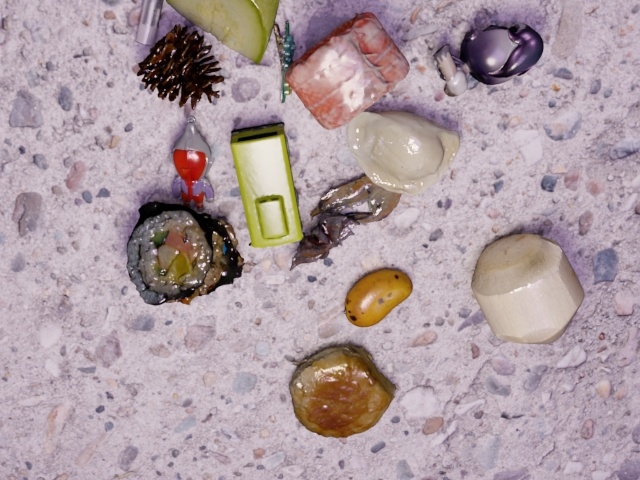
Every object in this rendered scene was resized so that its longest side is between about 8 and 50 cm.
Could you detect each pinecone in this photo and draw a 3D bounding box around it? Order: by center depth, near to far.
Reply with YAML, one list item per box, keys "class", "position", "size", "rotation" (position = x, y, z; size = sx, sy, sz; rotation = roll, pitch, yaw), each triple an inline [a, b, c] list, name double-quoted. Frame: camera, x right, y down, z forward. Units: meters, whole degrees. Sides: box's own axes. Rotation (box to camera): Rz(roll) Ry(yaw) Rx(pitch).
- class: "pinecone"
  position: [-0.276, -0.346, 1.499]
  size: [0.165, 0.163, 0.163]
  rotation: [39, 102, -26]

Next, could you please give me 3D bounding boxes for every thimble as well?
- class: "thimble"
  position: [0.050, -0.346, 1.486]
  size: [0.239, 0.239, 0.162]
  rotation: [-35, 105, 7]

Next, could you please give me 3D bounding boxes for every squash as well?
- class: "squash"
  position: [-0.168, -0.530, 1.511]
  size: [0.237, 0.155, 0.204]
  rotation: [31, 142, -13]

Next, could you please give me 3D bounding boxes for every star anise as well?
- class: "star anise"
  position: [0.000, 0.000, 1.656]
  size: [0.181, 0.204, 0.061]
  rotation: [-34, 77, -13]

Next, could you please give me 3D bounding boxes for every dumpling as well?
- class: "dumpling"
  position: [0.174, -0.195, 1.615]
  size: [0.252, 0.131, 0.179]
  rotation: [15, 114, -6]

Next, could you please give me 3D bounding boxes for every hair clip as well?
- class: "hair clip"
  position: [-0.074, -0.380, 1.565]
  size: [0.049, 0.049, 0.172]
  rotation: [-4, 109, -4]

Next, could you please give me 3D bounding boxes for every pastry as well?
- class: "pastry"
  position: [0.046, 0.376, 1.816]
  size: [0.236, 0.121, 0.257]
  rotation: [-38, 111, 12]

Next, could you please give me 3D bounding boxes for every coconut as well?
- class: "coconut"
  position: [0.489, 0.125, 1.705]
  size: [0.237, 0.237, 0.265]
  rotation: [-25, 111, 4]

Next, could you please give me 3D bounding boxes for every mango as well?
- class: "mango"
  position: [0.134, 0.133, 1.750]
  size: [0.178, 0.090, 0.115]
  rotation: [-39, 119, 5]

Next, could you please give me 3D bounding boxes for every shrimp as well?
- class: "shrimp"
  position: [0.084, -0.082, 1.693]
  size: [0.223, 0.047, 0.126]
  rotation: [-22, 121, 1]

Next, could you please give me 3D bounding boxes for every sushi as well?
- class: "sushi"
  position: [-0.296, 0.033, 1.623]
  size: [0.239, 0.219, 0.225]
  rotation: [1, 88, 29]

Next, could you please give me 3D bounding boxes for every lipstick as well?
- class: "lipstick"
  position: [-0.348, -0.475, 1.506]
  size: [0.040, 0.040, 0.141]
  rotation: [15, 107, -11]

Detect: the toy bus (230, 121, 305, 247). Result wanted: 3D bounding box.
- class: "toy bus"
  position: [-0.115, -0.114, 1.602]
  size: [0.128, 0.150, 0.262]
  rotation: [-10, 111, 0]

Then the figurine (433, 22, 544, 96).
- class: "figurine"
  position: [0.361, -0.389, 1.555]
  size: [0.222, 0.145, 0.145]
  rotation: [-26, 110, 9]

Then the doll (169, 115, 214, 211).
- class: "doll"
  position: [-0.282, -0.166, 1.605]
  size: [0.102, 0.075, 0.227]
  rotation: [4, 119, 3]
